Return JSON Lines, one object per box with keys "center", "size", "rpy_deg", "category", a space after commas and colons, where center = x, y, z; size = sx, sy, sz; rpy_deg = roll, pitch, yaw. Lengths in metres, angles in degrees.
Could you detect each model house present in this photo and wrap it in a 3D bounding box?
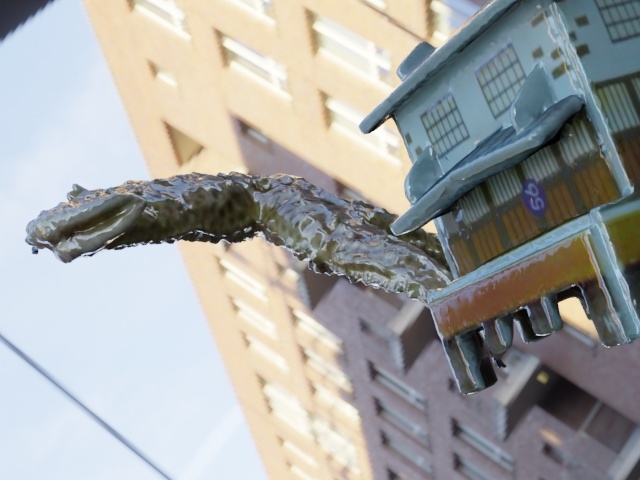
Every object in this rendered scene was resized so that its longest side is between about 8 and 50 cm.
{"center": [0.152, -0.051, 0.720], "size": [0.198, 0.215, 0.224], "rpy_deg": [-14, -9, -23], "category": "model house"}

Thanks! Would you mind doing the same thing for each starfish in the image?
{"center": [0.000, 0.000, 1.008], "size": [0.324, 0.432, 0.082], "rpy_deg": [-128, 51, -77], "category": "starfish"}
